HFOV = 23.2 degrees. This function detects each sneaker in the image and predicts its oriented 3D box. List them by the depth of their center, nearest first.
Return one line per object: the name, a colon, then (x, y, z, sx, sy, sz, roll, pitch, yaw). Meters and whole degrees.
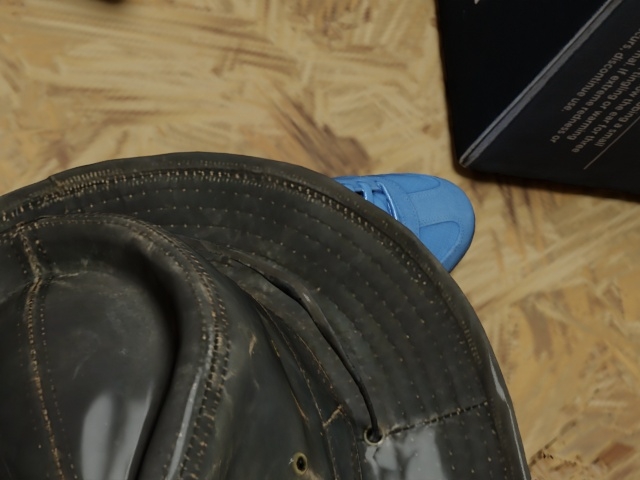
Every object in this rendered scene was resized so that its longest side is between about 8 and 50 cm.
sneaker: (0.000, 0.000, 0.753, 0.209, 0.082, 0.069, -13, 68, -30)

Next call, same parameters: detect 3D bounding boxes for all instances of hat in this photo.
hat: (-0.074, 0.088, 0.570, 0.331, 0.134, 0.331, -3, 65, 7)

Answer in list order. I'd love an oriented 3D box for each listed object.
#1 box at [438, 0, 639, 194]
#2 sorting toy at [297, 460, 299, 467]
box: (0.280, -0.187, 0.898, 0.395, 0.212, 0.293, 7, 61, -22)
sorting toy: (0.017, 0.147, 0.672, 0.274, 0.046, 0.132, 27, 37, 21)
